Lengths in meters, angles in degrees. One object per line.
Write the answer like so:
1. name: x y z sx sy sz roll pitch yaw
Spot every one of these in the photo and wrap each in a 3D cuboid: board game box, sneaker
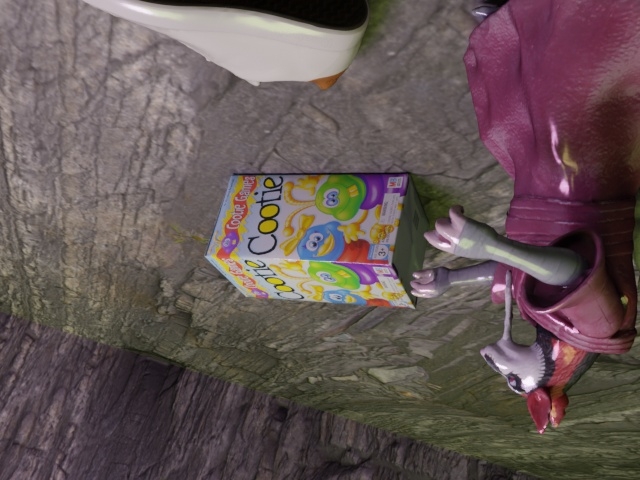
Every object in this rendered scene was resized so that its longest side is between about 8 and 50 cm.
1. board game box: 0.000 0.000 0.932 0.275 0.142 0.144 2 152 24
2. sneaker: -0.108 -0.204 0.614 0.290 0.106 0.123 15 152 -5

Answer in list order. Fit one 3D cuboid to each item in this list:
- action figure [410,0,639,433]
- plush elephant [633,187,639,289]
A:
1. action figure: 0.216 -0.023 0.550 0.275 0.371 0.248 -2 -176 3
2. plush elephant: 0.424 0.001 0.638 0.330 0.272 0.255 -39 88 22
